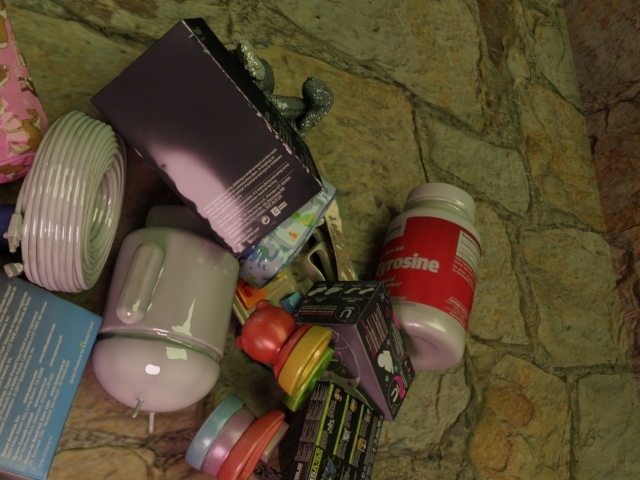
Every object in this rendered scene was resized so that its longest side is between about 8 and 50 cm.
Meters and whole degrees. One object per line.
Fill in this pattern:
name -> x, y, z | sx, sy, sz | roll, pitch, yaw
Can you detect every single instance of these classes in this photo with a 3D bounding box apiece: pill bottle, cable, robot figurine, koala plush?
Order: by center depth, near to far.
cable -> -0.345, -0.054, 0.982 | 0.089, 0.257, 0.257 | 11, 81, -4
robot figurine -> -0.244, 0.117, 1.101 | 0.300, 0.199, 0.354 | 66, 29, -61
koala plush -> -0.128, -0.288, 1.376 | 0.221, 0.196, 0.203 | 51, 56, -26
pill bottle -> 0.245, 0.073, 1.594 | 0.229, 0.229, 0.408 | 40, 51, -29

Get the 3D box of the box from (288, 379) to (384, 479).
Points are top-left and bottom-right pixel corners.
box -> 0.033, 0.372, 1.233 | 0.184, 0.045, 0.191 | 39, 55, -38

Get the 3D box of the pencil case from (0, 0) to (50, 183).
pencil case -> -0.511, -0.262, 0.986 | 0.160, 0.167, 0.386 | -22, 93, -26

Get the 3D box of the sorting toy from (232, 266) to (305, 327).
sorting toy -> -0.097, 0.107, 1.353 | 0.196, 0.047, 0.348 | -38, 102, -50

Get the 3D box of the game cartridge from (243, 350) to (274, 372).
game cartridge -> -0.110, 0.213, 1.341 | 0.083, 0.017, 0.056 | 41, 54, -29

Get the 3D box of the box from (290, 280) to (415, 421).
box -> 0.063, 0.217, 1.365 | 0.142, 0.163, 0.247 | -51, 130, -46

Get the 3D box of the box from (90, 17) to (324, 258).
box -> -0.170, -0.185, 1.135 | 0.312, 0.179, 0.343 | 50, 7, -17

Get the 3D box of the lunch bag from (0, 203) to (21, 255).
lunch bag -> -0.447, -0.017, 1.021 | 0.065, 0.098, 0.067 | -8, 84, -28

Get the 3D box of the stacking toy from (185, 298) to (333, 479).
stacking toy -> -0.106, 0.256, 1.177 | 0.130, 0.279, 0.309 | 32, 85, 12

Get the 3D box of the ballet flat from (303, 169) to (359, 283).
ballet flat -> 0.000, 0.000, 1.466 | 0.106, 0.107, 0.316 | -19, 89, -40

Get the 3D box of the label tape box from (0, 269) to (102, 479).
label tape box -> -0.482, 0.149, 0.889 | 0.333, 0.106, 0.241 | 35, 52, -34

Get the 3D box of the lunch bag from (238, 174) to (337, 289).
lunch bag -> -0.073, -0.020, 1.265 | 0.090, 0.176, 0.219 | 37, 67, -6

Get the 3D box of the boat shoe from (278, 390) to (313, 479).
boat shoe -> -0.002, 0.441, 1.311 | 0.120, 0.122, 0.324 | 17, 71, -49
